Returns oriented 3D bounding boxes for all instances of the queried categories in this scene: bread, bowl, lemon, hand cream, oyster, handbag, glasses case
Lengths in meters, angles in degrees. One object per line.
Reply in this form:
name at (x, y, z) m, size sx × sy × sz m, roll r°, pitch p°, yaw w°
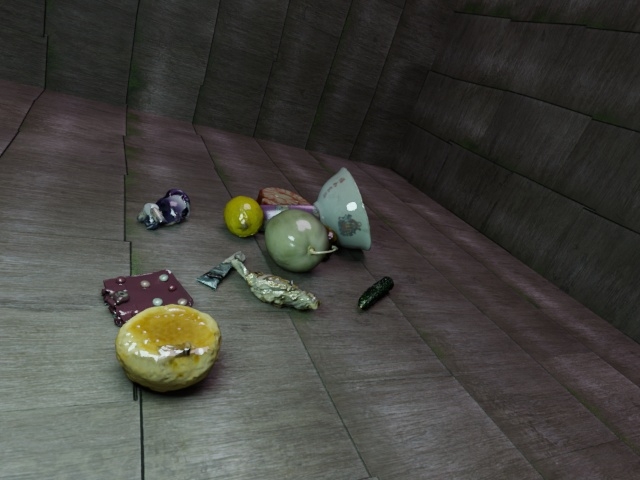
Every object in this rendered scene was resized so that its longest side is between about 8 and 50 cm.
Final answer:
bread at (-0.184, -0.160, 2.078) m, size 0.294 × 0.114 × 0.328 m, roll 11°, pitch 24°, yaw -20°
bowl at (0.080, -0.123, 1.982) m, size 0.195 × 0.435 × 0.435 m, roll -18°, pitch 33°, yaw -7°
lemon at (-0.336, -0.103, 1.762) m, size 0.180 × 0.181 × 0.193 m, roll 2°, pitch -2°, yaw -35°
hand cream at (-0.347, 0.106, 1.468) m, size 0.075 × 0.052 × 0.248 m, roll 3°, pitch 24°, yaw 20°
oyster at (-0.167, 0.167, 1.418) m, size 0.354 × 0.107 × 0.201 m, roll 21°, pitch -6°, yaw 24°
handbag at (-0.498, 0.168, 1.164) m, size 0.216 × 0.074 × 0.203 m, roll -4°, pitch 33°, yaw -44°
bread at (-0.364, 0.266, 0.987) m, size 0.244 × 0.134 × 0.245 m, roll 16°, pitch 27°, yaw -8°
glasses case at (-0.164, -0.105, 1.874) m, size 0.315 × 0.124 × 0.076 m, roll -1°, pitch 5°, yaw -1°

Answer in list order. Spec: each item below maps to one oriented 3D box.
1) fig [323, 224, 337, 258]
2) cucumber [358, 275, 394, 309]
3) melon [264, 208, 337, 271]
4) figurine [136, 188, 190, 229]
fig at (0.000, 0.000, 1.849) m, size 0.154 × 0.144 × 0.165 m, roll 43°, pitch -6°, yaw -23°
cucumber at (0.217, 0.215, 1.645) m, size 0.067 × 0.068 × 0.293 m, roll 31°, pitch 27°, yaw 24°
melon at (-0.099, -0.001, 1.634) m, size 0.271 × 0.272 × 0.308 m, roll 15°, pitch 7°, yaw -12°
figurine at (-0.620, -0.128, 1.638) m, size 0.145 × 0.146 × 0.222 m, roll 27°, pitch 26°, yaw 16°
